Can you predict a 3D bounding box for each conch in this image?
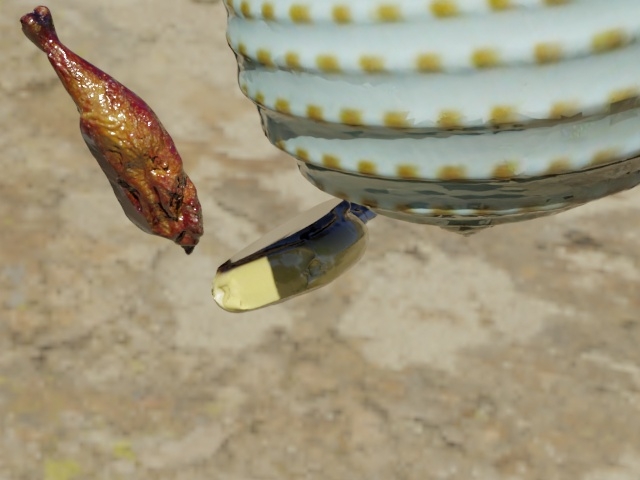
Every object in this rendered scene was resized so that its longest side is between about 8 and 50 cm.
[{"bbox_3d":[0.117,-0.143,0.698,0.303,0.319,0.215,-18,58,-35],"label":"conch"}]

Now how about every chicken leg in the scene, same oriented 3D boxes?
[{"bbox_3d":[-0.145,-0.072,1.178,0.089,0.219,0.048,14,54,48],"label":"chicken leg"}]

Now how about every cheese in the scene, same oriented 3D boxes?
[{"bbox_3d":[0.000,-0.001,0.958,0.086,0.036,0.162,-24,7,26],"label":"cheese"}]
